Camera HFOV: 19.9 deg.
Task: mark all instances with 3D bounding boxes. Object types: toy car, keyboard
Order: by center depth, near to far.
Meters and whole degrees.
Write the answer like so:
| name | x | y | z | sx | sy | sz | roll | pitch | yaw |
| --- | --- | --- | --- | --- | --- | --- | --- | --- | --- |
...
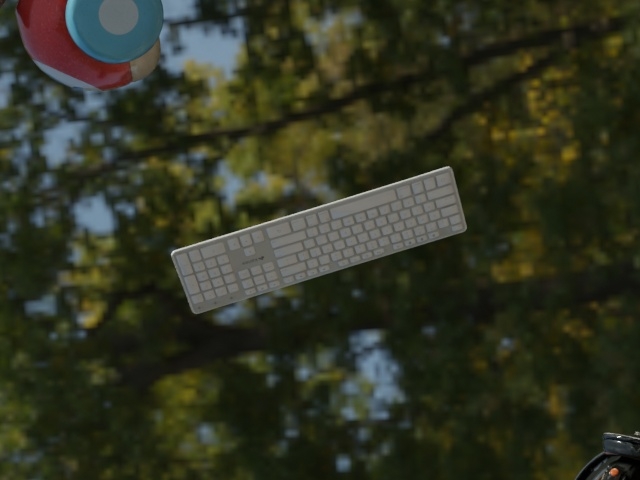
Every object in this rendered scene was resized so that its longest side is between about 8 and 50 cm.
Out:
| name | x | y | z | sx | sy | sz | roll | pitch | yaw |
| --- | --- | --- | --- | --- | --- | --- | --- | --- | --- |
| toy car | -0.258 | -0.202 | 1.419 | 0.219 | 0.238 | 0.210 | -156 | 51 | -81 |
| keyboard | 0.000 | 0.000 | 1.604 | 0.014 | 0.256 | 0.072 | -107 | 0 | -48 |

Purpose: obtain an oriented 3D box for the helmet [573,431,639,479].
| name | x | y | z | sx | sy | sz | roll | pitch | yaw |
| --- | --- | --- | --- | --- | --- | --- | --- | --- | --- |
| helmet | 0.304 | 0.264 | 1.716 | 0.161 | 0.169 | 0.169 | 50 | -138 | -65 |
